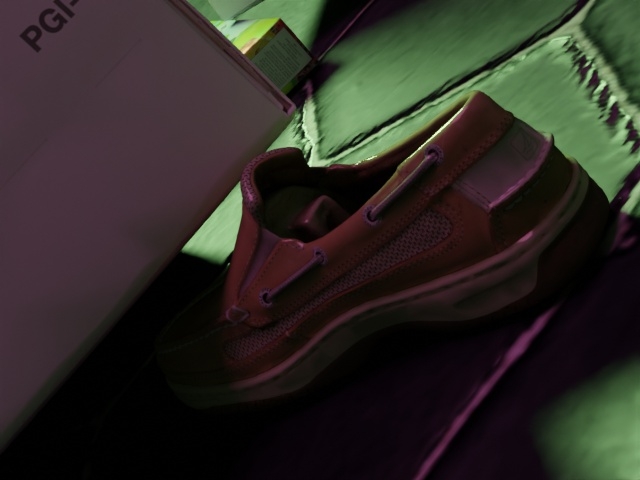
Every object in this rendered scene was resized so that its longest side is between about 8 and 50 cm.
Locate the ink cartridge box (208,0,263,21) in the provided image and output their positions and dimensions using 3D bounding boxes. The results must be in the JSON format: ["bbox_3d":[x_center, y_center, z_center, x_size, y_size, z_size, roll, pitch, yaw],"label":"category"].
[{"bbox_3d":[-0.059,-0.294,0.845,0.115,0.273,0.198,-26,17,33],"label":"ink cartridge box"}]

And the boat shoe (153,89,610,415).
[{"bbox_3d":[0.000,0.000,0.465,0.190,0.072,0.068,-27,25,40],"label":"boat shoe"}]

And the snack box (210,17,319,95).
[{"bbox_3d":[-0.068,-0.081,0.822,0.100,0.037,0.141,-45,19,-8],"label":"snack box"}]

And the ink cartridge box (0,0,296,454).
[{"bbox_3d":[-0.146,0.014,0.570,0.207,0.117,0.283,-50,6,-17],"label":"ink cartridge box"}]
